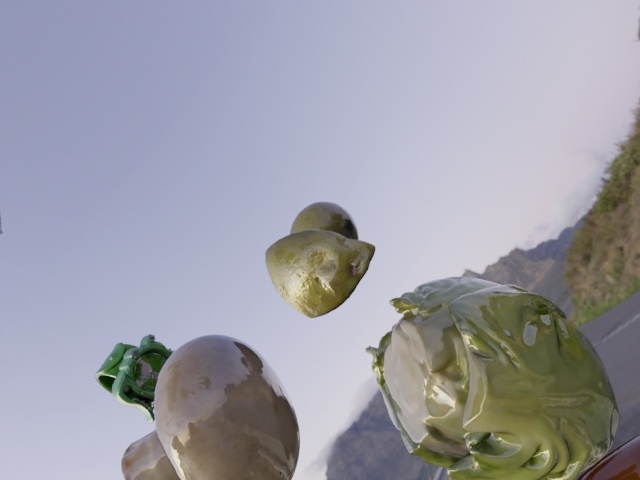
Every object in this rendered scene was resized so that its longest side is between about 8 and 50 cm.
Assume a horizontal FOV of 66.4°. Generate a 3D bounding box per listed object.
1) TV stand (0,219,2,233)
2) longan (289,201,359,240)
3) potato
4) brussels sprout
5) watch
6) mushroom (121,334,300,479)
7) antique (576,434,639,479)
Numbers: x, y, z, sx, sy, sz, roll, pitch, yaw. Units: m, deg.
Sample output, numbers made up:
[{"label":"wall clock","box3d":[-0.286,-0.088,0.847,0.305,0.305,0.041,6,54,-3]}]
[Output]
[{"label":"TV stand","box3d":[-0.586,-0.134,0.789,0.088,0.083,0.269,-4,-81,-20]},{"label":"longan","box3d":[0.000,0.000,1.028,0.176,0.145,0.154,-38,13,43]},{"label":"potato","box3d":[-0.011,0.040,0.734,0.149,0.120,0.081,-42,20,37]},{"label":"brussels sprout","box3d":[0.309,0.237,0.870,0.361,0.425,0.342,-4,-83,-15]},{"label":"watch","box3d":[-0.327,0.267,0.907,0.152,0.165,0.131,-29,29,43]},{"label":"mushroom","box3d":[-0.128,0.218,0.552,0.204,0.204,0.204,-38,-26,-23]},{"label":"antique","box3d":[0.269,0.221,0.255,0.129,0.278,0.223,21,-94,-37]}]
